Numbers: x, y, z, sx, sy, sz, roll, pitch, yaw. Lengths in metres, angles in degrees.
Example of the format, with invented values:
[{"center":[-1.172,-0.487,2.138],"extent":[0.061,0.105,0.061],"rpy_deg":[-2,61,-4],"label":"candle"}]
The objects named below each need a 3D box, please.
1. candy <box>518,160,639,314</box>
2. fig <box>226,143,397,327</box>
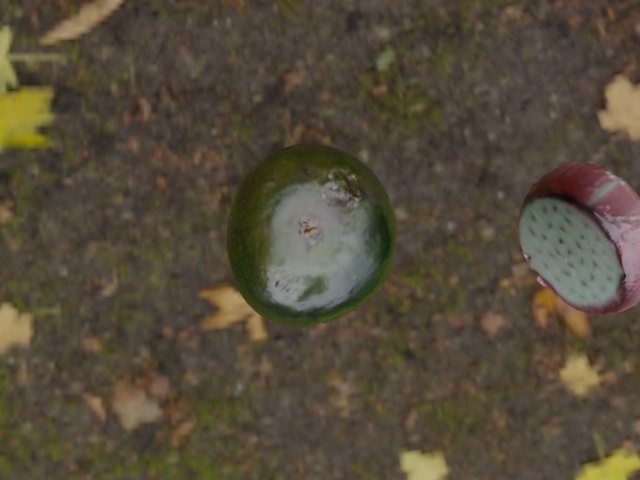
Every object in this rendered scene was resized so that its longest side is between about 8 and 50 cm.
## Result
[{"center":[0.174,0.000,1.122],"extent":[0.043,0.103,0.103],"rpy_deg":[-33,144,-31],"label":"candy"},{"center":[0.000,0.000,1.120],"extent":[0.117,0.117,0.177],"rpy_deg":[-18,171,7],"label":"fig"}]
